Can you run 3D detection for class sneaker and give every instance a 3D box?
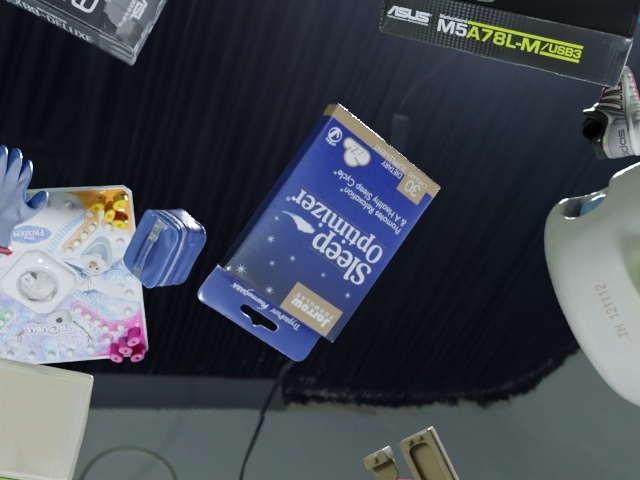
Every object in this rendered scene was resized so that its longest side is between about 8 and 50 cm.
[{"bbox_3d":[0.358,-0.158,0.945,0.075,0.063,0.170,-15,40,22],"label":"sneaker"}]

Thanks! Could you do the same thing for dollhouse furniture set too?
[{"bbox_3d":[0.102,0.354,1.016,0.144,0.151,0.123,64,18,13],"label":"dollhouse furniture set"}]

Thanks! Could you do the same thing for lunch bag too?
[{"bbox_3d":[-0.195,0.011,0.924,0.067,0.098,0.065,37,19,26],"label":"lunch bag"}]

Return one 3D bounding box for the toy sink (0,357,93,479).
[{"bbox_3d":[-0.390,0.214,0.853,0.234,0.152,0.131,14,56,-12],"label":"toy sink"}]

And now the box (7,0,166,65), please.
[{"bbox_3d":[-0.299,-0.431,1.037,0.243,0.307,0.076,27,-13,-12],"label":"box"}]

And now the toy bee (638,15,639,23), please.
[{"bbox_3d":[0.452,-0.335,0.938,0.195,0.162,0.298,3,30,-33],"label":"toy bee"}]

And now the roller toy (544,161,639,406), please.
[{"bbox_3d":[0.281,0.034,0.625,0.209,0.146,0.191,32,43,-36],"label":"roller toy"}]

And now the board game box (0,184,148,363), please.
[{"bbox_3d":[-0.552,0.089,1.485,0.390,0.389,0.050,-4,28,-9],"label":"board game box"}]

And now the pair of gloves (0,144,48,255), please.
[{"bbox_3d":[-0.410,-0.069,0.881,0.198,0.023,0.159,27,44,-39],"label":"pair of gloves"}]

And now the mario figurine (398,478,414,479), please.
[{"bbox_3d":[0.181,0.548,1.257,0.170,0.198,0.320,-26,71,-32],"label":"mario figurine"}]

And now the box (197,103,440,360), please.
[{"bbox_3d":[0.000,0.000,0.732,0.136,0.225,0.036,36,-1,-21],"label":"box"}]

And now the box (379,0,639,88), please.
[{"bbox_3d":[0.165,-0.195,0.626,0.184,0.045,0.190,16,36,18],"label":"box"}]
